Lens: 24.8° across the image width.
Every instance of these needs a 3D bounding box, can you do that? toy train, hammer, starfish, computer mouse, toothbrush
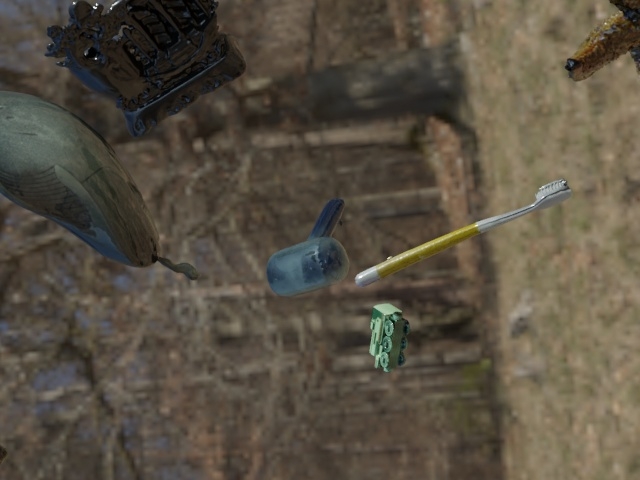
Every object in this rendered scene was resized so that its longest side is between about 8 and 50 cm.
[{"bbox_3d":[0.086,0.125,1.855,0.033,0.053,0.083,-7,-65,-35],"label":"toy train"},{"bbox_3d":[0.000,0.000,2.040,0.069,0.116,0.194,56,-145,-23],"label":"hammer"},{"bbox_3d":[0.455,-0.333,1.947,0.303,0.113,0.312,11,-70,-54],"label":"starfish"},{"bbox_3d":[-0.264,-0.065,1.730,0.379,0.090,0.167,38,-156,-33],"label":"computer mouse"},{"bbox_3d":[0.172,-0.008,1.777,0.021,0.288,0.024,56,-164,-41],"label":"toothbrush"}]

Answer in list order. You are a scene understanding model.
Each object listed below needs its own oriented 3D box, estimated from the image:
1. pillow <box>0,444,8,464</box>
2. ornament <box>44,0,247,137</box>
[{"bbox_3d":[-0.577,0.344,2.017,0.189,0.255,0.034,38,-174,-33],"label":"pillow"},{"bbox_3d":[-0.266,-0.299,2.161,0.260,0.251,0.106,53,-171,-47],"label":"ornament"}]
